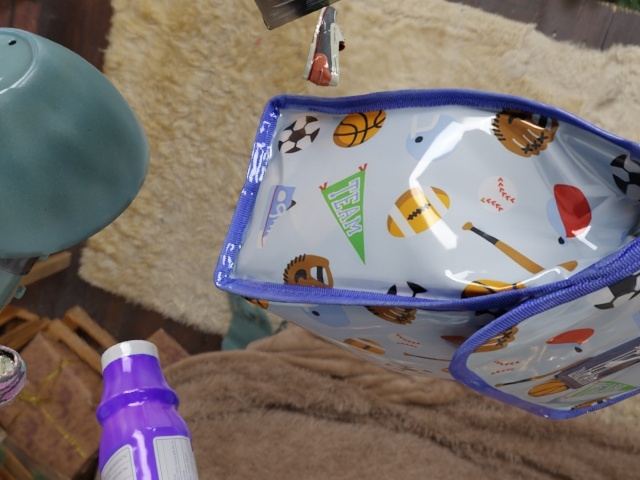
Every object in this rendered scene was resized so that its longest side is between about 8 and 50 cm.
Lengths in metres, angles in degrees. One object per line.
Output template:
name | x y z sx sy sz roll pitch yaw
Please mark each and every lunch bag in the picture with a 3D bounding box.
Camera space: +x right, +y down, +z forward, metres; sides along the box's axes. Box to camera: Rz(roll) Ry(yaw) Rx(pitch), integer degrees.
lunch bag | 0.157 0.026 0.691 0.385 0.328 0.239 3 72 35

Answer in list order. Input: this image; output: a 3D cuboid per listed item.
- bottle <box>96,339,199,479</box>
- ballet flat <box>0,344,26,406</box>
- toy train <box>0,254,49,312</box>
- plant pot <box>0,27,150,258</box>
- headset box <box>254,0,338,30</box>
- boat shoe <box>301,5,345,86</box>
bottle | -0.185 0.244 0.809 0.118 0.092 0.283 -54 43 39
ballet flat | -0.359 0.096 0.627 0.221 0.077 0.079 10 135 -23
toy train | -0.482 0.019 1.125 0.142 0.190 0.334 34 113 -20
plant pot | -0.385 -0.150 0.964 0.290 0.290 0.195 15 147 16
headset box | -0.048 -0.352 0.699 0.131 0.283 0.246 -22 96 4
boat shoe | 0.009 -0.237 0.918 0.043 0.137 0.049 14 140 -4
